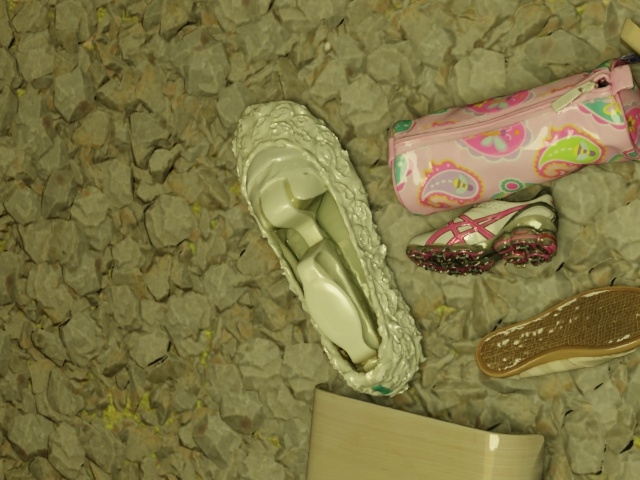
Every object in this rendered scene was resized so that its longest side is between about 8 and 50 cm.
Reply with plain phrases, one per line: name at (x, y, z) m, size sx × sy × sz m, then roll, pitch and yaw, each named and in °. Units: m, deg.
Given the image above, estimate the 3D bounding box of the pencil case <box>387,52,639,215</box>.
pencil case at (0.216, -0.113, 1.157) m, size 0.284 × 0.124 × 0.124 m, roll -14°, pitch 87°, yaw 28°

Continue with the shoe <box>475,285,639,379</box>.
shoe at (0.283, 0.106, 1.182) m, size 0.219 × 0.058 × 0.076 m, roll -18°, pitch 66°, yaw 21°

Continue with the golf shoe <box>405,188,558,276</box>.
golf shoe at (0.187, -0.009, 1.218) m, size 0.186 × 0.067 × 0.085 m, roll -9°, pitch 57°, yaw 31°

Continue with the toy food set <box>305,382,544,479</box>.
toy food set at (0.108, 0.305, 1.246) m, size 0.306 × 0.092 × 0.219 m, roll 7°, pitch 93°, yaw 38°

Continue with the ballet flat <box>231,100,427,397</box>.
ballet flat at (0.000, 0.000, 1.263) m, size 0.147 × 0.147 × 0.408 m, roll -33°, pitch 79°, yaw 23°

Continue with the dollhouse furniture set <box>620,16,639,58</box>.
dollhouse furniture set at (0.378, -0.215, 1.105) m, size 0.081 × 0.091 × 0.114 m, roll -43°, pitch 72°, yaw 6°
